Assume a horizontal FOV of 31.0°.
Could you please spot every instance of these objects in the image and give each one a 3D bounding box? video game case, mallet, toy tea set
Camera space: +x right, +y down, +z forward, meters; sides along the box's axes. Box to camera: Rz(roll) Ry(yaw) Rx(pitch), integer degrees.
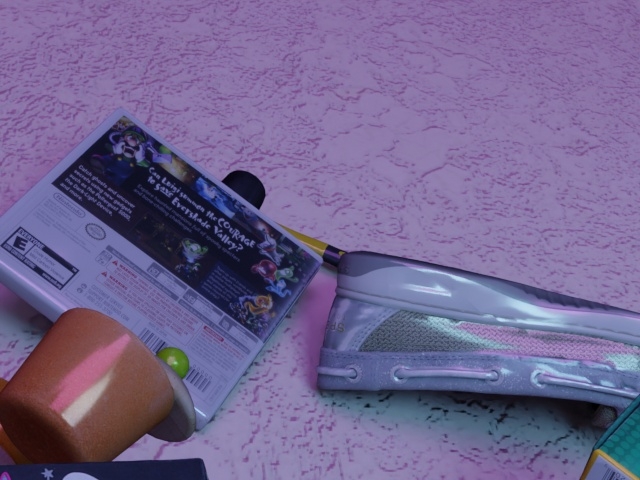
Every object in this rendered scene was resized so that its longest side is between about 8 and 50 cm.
[{"bbox_3d":[-0.113,0.013,0.797,0.190,0.022,0.173,37,48,0],"label":"video game case"},{"bbox_3d":[0.000,0.000,0.893,0.190,0.039,0.062,19,45,0],"label":"mallet"},{"bbox_3d":[-0.207,0.037,0.656,0.336,0.200,0.124,28,49,17],"label":"toy tea set"}]

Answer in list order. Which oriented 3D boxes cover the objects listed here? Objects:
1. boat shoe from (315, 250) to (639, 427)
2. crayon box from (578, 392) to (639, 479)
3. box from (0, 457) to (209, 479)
[{"bbox_3d":[0.159,0.088,0.791,0.321,0.103,0.118,14,0,-5],"label":"boat shoe"},{"bbox_3d":[0.245,0.222,0.594,0.278,0.165,0.081,36,44,24],"label":"crayon box"},{"bbox_3d":[-0.117,0.218,0.425,0.142,0.247,0.163,1,40,-17],"label":"box"}]
